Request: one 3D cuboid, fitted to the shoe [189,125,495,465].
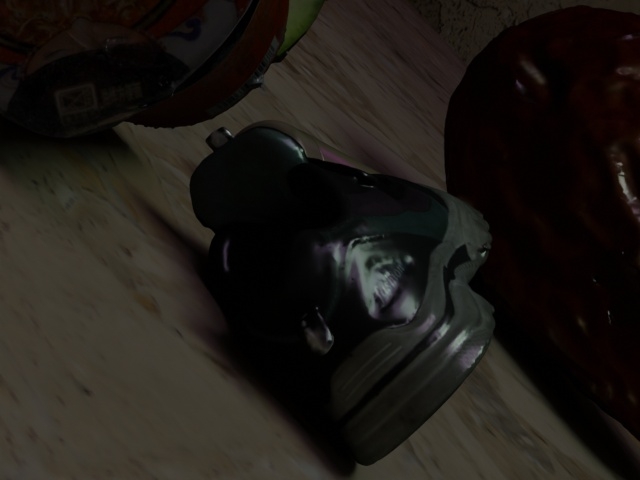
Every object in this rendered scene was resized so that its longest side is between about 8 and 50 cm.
[{"bbox_3d":[0.000,0.000,0.550,0.099,0.071,0.169,41,15,-14],"label":"shoe"}]

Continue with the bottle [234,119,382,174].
[{"bbox_3d":[0.000,-0.016,0.663,0.045,0.045,0.096,53,13,31],"label":"bottle"}]

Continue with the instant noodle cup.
[{"bbox_3d":[-0.062,-0.088,0.524,0.127,0.127,0.136,48,3,10],"label":"instant noodle cup"}]

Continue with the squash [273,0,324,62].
[{"bbox_3d":[-0.063,-0.171,0.890,0.095,0.095,0.188,39,9,-32],"label":"squash"}]

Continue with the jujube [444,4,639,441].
[{"bbox_3d":[0.176,-0.011,0.943,0.197,0.197,0.290,34,24,-48],"label":"jujube"}]
